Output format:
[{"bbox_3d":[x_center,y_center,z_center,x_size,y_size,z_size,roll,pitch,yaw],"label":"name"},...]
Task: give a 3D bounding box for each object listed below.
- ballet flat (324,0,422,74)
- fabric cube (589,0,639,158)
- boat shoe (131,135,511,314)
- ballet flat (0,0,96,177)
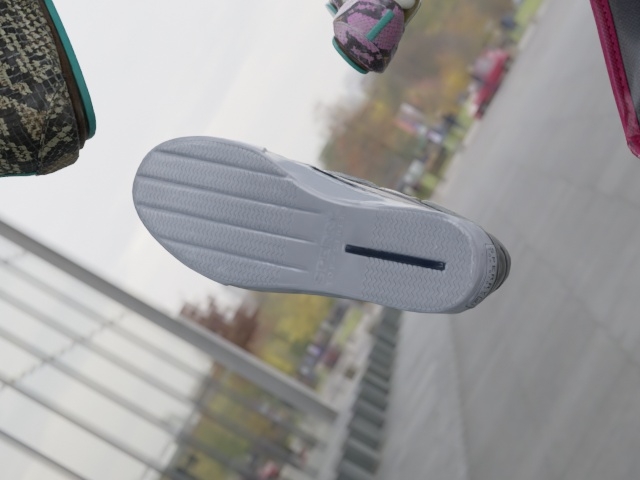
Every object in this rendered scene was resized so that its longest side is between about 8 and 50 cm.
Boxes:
[{"bbox_3d":[0.049,-0.194,1.523,0.079,0.077,0.221,-43,9,9],"label":"ballet flat"},{"bbox_3d":[0.264,-0.191,0.840,0.254,0.258,0.259,-143,38,-85],"label":"fabric cube"},{"bbox_3d":[0.000,0.000,1.495,0.119,0.335,0.121,15,-87,-66],"label":"boat shoe"},{"bbox_3d":[-0.335,-0.284,1.562,0.164,0.182,0.483,146,111,-72],"label":"ballet flat"}]
